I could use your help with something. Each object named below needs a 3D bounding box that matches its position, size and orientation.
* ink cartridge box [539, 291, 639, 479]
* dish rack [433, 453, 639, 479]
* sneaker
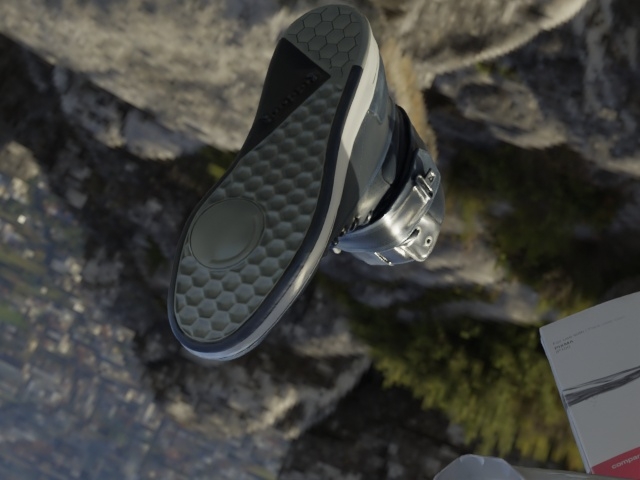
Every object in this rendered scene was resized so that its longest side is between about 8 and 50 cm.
[{"bbox_3d":[0.293,0.203,1.195,0.117,0.283,0.207,-21,117,9],"label":"ink cartridge box"},{"bbox_3d":[0.109,0.207,0.766,0.333,0.285,0.072,-3,113,53],"label":"dish rack"},{"bbox_3d":[0.002,0.000,0.820,0.086,0.226,0.163,10,151,28],"label":"sneaker"}]
